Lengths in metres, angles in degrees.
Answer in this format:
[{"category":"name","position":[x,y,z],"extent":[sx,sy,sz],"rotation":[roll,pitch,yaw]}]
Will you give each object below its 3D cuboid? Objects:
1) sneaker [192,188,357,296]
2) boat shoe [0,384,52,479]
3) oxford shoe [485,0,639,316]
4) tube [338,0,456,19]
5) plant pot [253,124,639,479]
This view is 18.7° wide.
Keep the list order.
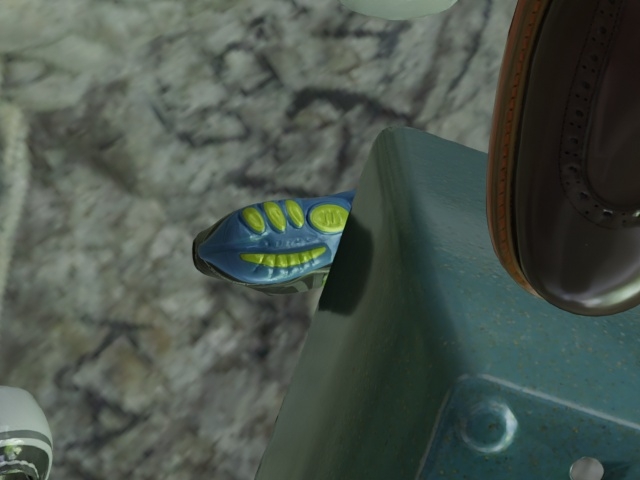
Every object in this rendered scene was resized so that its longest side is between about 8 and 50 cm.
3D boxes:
[{"category":"sneaker","position":[0.000,0.000,1.238],"extent":[0.078,0.188,0.067],"rotation":[-7,-95,51]},{"category":"boat shoe","position":[-0.153,0.147,0.680],"extent":[0.228,0.080,0.076],"rotation":[-49,-122,25]},{"category":"oxford shoe","position":[0.123,-0.063,0.528],"extent":[0.097,0.098,0.271],"rotation":[10,-49,-19]},{"category":"tube","position":[0.033,-0.185,0.748],"extent":[0.052,0.207,0.080],"rotation":[6,-26,-5]},{"category":"plant pot","position":[0.107,0.113,0.995],"extent":[0.247,0.252,0.248],"rotation":[18,-76,-3]}]
